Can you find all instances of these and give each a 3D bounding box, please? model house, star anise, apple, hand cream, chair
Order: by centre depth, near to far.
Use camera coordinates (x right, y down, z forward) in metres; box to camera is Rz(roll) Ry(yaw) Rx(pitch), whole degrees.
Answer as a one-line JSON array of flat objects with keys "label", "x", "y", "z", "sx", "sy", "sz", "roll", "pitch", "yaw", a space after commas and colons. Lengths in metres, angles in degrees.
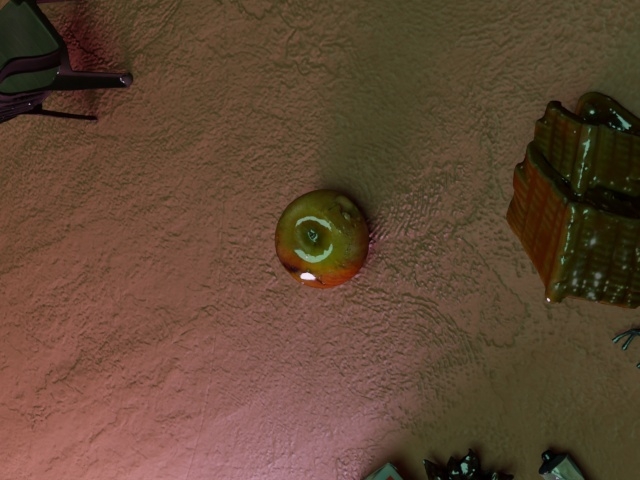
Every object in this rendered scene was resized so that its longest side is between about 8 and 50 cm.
[{"label": "model house", "x": 0.337, "y": -0.046, "z": 1.089, "sx": 0.219, "sy": 0.229, "sz": 0.199, "roll": 28, "pitch": 118, "yaw": 17}, {"label": "hand cream", "x": 0.397, "y": 0.394, "z": 1.263, "sx": 0.248, "sy": 0.052, "sz": 0.075, "roll": 48, "pitch": 140, "yaw": 2}, {"label": "apple", "x": 0.000, "y": 0.000, "z": 1.315, "sx": 0.146, "sy": 0.146, "sz": 0.146, "roll": 6, "pitch": 104, "yaw": 25}, {"label": "star anise", "x": 0.221, "y": 0.382, "z": 1.336, "sx": 0.168, "sy": 0.057, "sz": 0.168, "roll": 13, "pitch": 114, "yaw": 30}, {"label": "chair", "x": -0.465, "y": -0.265, "z": 1.371, "sx": 0.175, "sy": 0.326, "sz": 0.183, "roll": -40, "pitch": 83, "yaw": 26}]

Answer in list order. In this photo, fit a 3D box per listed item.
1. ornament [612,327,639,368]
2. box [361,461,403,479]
[{"label": "ornament", "x": 0.457, "y": 0.126, "z": 1.177, "sx": 0.125, "sy": 0.028, "sz": 0.073, "roll": -38, "pitch": 84, "yaw": 30}, {"label": "box", "x": 0.137, "y": 0.475, "z": 1.360, "sx": 0.269, "sy": 0.079, "sz": 0.135, "roll": 48, "pitch": 140, "yaw": 9}]
